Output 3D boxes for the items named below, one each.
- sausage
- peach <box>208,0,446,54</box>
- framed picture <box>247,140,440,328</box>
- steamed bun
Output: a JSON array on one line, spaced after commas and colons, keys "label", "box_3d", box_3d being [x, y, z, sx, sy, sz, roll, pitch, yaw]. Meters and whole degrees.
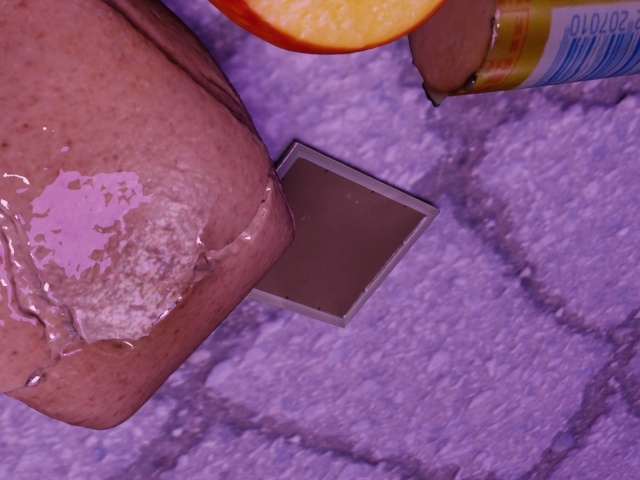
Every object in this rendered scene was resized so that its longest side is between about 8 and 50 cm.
[{"label": "sausage", "box_3d": [0.211, -0.182, 0.846, 0.318, 0.125, 0.117, -11, 177, -29]}, {"label": "peach", "box_3d": [0.004, -0.197, 0.629, 0.190, 0.192, 0.190, 0, 101, 2]}, {"label": "framed picture", "box_3d": [0.000, 0.000, 0.945, 0.183, 0.011, 0.142, 21, 114, -43]}, {"label": "steamed bun", "box_3d": [-0.149, -0.017, 0.693, 0.251, 0.199, 0.301, -40, 137, 5]}]
